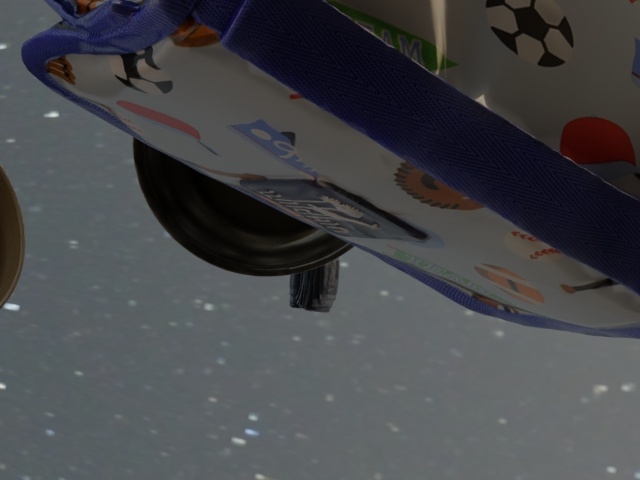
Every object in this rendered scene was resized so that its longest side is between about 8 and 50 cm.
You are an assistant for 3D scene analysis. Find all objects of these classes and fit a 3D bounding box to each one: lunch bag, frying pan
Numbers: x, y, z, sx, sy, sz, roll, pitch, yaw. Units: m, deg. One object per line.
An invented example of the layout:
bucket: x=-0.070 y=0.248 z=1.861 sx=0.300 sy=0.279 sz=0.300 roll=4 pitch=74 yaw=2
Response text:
lunch bag: x=0.026 y=-0.125 z=0.910 sx=0.328 sy=0.385 sz=0.239 roll=28 pitch=-69 yaw=-26
frying pan: x=-0.072 y=-0.123 z=1.255 sx=0.197 sy=0.053 sz=0.326 roll=-36 pitch=-99 yaw=3

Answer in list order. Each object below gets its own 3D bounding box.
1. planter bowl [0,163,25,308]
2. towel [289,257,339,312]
planter bowl: x=-0.265 y=0.005 z=0.994 sx=0.162 sy=0.109 sz=0.162 roll=23 pitch=-131 yaw=-30
towel: x=0.000 y=0.000 z=1.464 sx=0.067 sy=0.029 sz=0.119 roll=11 pitch=-97 yaw=-70
